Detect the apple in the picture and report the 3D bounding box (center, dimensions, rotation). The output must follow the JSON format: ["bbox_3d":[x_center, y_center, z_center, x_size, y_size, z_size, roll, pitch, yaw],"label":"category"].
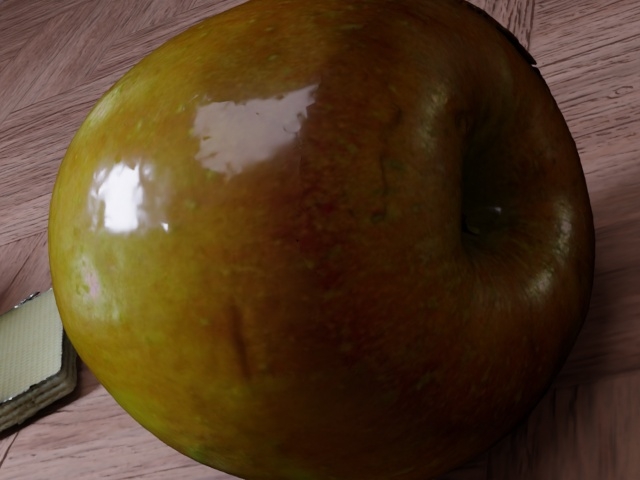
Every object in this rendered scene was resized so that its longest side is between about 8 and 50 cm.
[{"bbox_3d":[0.000,0.000,0.808,0.374,0.374,0.384,-4,8,39],"label":"apple"}]

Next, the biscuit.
[{"bbox_3d":[-0.309,0.122,1.168,0.121,0.040,0.199,-30,27,5],"label":"biscuit"}]
